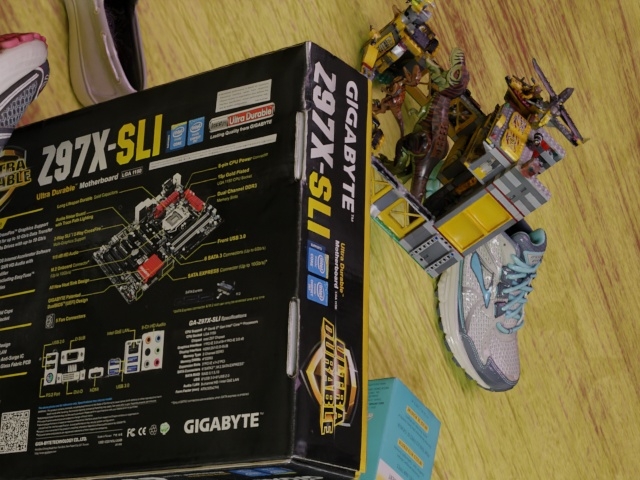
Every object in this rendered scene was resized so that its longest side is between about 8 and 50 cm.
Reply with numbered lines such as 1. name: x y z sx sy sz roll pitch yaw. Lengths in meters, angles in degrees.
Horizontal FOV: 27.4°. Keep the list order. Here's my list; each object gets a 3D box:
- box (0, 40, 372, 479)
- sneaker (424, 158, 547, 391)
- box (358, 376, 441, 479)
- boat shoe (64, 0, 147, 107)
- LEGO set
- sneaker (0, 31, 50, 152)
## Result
1. box: -0.118 0.034 0.855 0.079 0.322 0.257 27 59 -49
2. sneaker: 0.203 0.037 1.526 0.110 0.122 0.283 -12 91 -56
3. box: 0.052 0.264 1.289 0.100 0.060 0.244 47 44 -39
4. boat shoe: -0.175 -0.199 1.072 0.066 0.063 0.184 11 72 -55
5. LEGO set: 0.145 -0.137 1.354 0.255 0.192 0.331 50 36 -5
6. sneaker: -0.263 -0.036 0.843 0.112 0.121 0.299 64 35 -32
